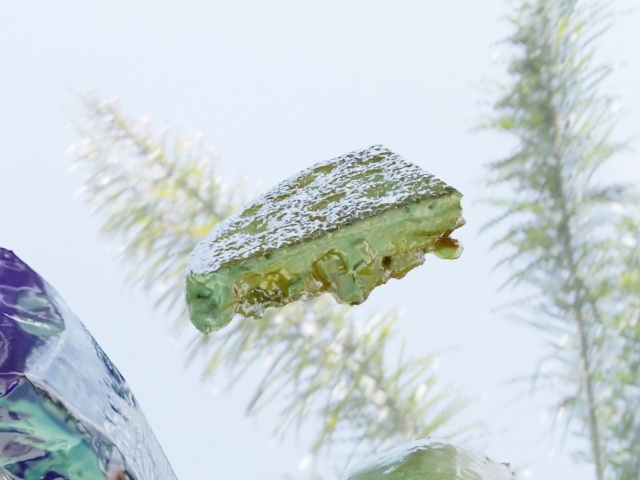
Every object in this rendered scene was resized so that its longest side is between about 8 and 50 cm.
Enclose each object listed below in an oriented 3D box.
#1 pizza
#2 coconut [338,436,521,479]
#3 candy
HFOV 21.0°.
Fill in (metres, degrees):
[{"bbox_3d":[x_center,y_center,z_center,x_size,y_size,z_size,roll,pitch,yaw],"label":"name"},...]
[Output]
[{"bbox_3d":[-0.019,-0.005,1.588,0.258,0.268,0.087,-17,-71,-10],"label":"pizza"},{"bbox_3d":[0.101,0.257,1.463,0.194,0.194,0.194,7,-67,16],"label":"coconut"},{"bbox_3d":[-0.138,0.118,0.980,0.070,0.145,0.275,-25,-64,15],"label":"candy"}]
